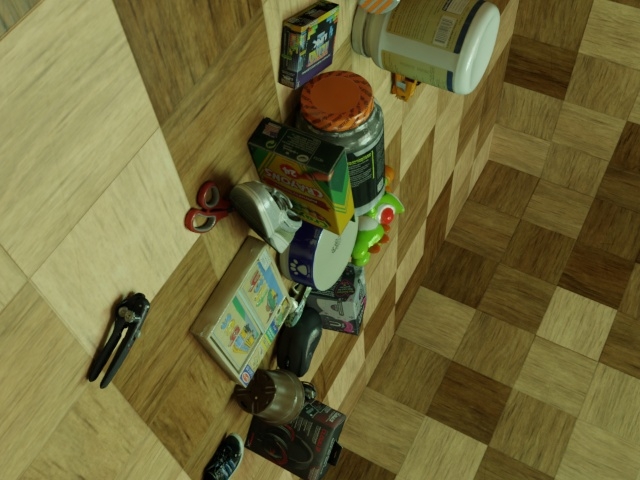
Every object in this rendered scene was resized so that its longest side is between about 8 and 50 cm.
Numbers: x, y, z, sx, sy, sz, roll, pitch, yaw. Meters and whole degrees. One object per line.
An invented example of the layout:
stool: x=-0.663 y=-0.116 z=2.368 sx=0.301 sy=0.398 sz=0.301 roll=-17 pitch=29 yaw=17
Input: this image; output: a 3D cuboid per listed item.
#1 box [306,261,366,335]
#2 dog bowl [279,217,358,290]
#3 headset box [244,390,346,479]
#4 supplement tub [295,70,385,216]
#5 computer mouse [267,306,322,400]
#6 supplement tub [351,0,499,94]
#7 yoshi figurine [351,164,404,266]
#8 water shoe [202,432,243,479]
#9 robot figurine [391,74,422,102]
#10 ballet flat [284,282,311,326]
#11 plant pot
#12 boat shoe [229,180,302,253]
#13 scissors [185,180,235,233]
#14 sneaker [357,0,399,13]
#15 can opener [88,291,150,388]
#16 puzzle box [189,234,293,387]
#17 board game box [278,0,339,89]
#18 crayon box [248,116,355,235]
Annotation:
box: x=0.053 y=0.178 z=2.260 sx=0.247 sy=0.163 sz=0.142 roll=79 pitch=25 yaw=-60
dog bowl: x=0.000 y=0.000 z=1.990 sx=0.265 sy=0.104 sz=0.265 roll=-46 pitch=146 yaw=-44
headset box: x=-0.066 y=0.604 z=2.266 sx=0.110 sy=0.293 sz=0.218 roll=-25 pitch=136 yaw=-64
supplement tub: x=0.051 y=-0.226 z=1.736 sx=0.207 sy=0.207 sz=0.338 roll=-57 pitch=158 yaw=-28
computer mouse: x=-0.073 y=0.331 z=2.175 sx=0.072 sy=0.188 sz=0.272 roll=15 pitch=89 yaw=-54
supplement tub: x=0.260 y=-0.514 z=1.806 sx=0.228 sy=0.316 sz=0.228 roll=-54 pitch=158 yaw=-34
yoshi figurine: x=0.110 y=-0.076 z=2.229 sx=0.203 sy=0.203 sz=0.362 roll=-30 pitch=-151 yaw=42
water shoe: x=-0.283 y=0.649 z=2.068 sx=0.203 sy=0.073 sz=0.080 roll=-67 pitch=159 yaw=0
robot figurine: x=0.288 y=-0.575 z=2.183 sx=0.211 sy=0.085 sz=0.291 roll=-52 pitch=157 yaw=-39
ballet flat: x=-0.072 y=0.159 z=2.114 sx=0.188 sy=0.070 sz=0.070 roll=-66 pitch=162 yaw=-8
plant pot: x=-0.151 y=0.439 z=2.065 sx=0.167 sy=0.167 sz=0.165 roll=-64 pitch=155 yaw=-7
boat shoe: x=-0.107 y=-0.063 z=1.552 sx=0.103 sy=0.118 sz=0.320 roll=-47 pitch=161 yaw=-7
scissors: x=-0.200 y=-0.062 z=1.547 sx=0.109 sy=0.021 sz=0.297 roll=-71 pitch=163 yaw=4
sneaker: x=0.187 y=-0.656 z=1.598 sx=0.124 sy=0.321 sz=0.180 roll=15 pitch=67 yaw=-34
can opener: x=-0.361 y=0.183 z=1.316 sx=0.186 sy=0.059 sz=0.073 roll=-66 pitch=162 yaw=-4
puzzle box: x=-0.185 y=0.193 z=1.831 sx=0.272 sy=0.052 sz=0.409 roll=-60 pitch=161 yaw=-19
board game box: x=-0.024 y=-0.422 z=1.557 sx=0.170 sy=0.048 sz=0.141 roll=-47 pitch=152 yaw=-46
crayon box: x=-0.031 y=-0.125 z=1.643 sx=0.081 sy=0.202 sz=0.318 roll=-59 pitch=160 yaw=-20
